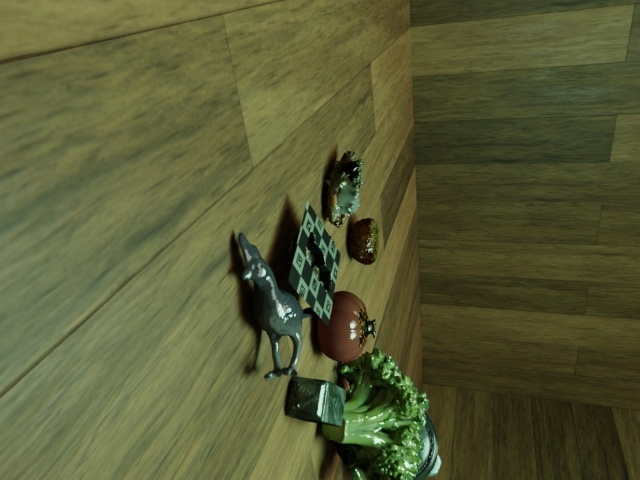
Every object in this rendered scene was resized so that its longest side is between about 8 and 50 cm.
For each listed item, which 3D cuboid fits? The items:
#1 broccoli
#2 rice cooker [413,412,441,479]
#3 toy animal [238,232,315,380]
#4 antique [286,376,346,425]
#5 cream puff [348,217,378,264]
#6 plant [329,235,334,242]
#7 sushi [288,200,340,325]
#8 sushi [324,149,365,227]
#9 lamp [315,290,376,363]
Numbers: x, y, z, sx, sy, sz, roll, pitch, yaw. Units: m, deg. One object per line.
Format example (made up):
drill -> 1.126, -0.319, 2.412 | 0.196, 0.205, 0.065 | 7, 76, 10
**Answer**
broccoli -> 0.148, 0.504, 1.330 | 0.317, 0.277, 0.338 | -24, 107, -48
rice cooker -> 0.233, 0.649, 1.554 | 0.264, 0.317, 0.316 | -53, 148, -20
toy animal -> -0.067, 0.156, 0.894 | 0.367, 0.081, 0.205 | 58, 24, -58
antique -> -0.008, 0.366, 1.104 | 0.183, 0.086, 0.088 | 55, 40, -61
cream puff -> 0.132, 0.001, 1.491 | 0.149, 0.084, 0.149 | 2, 90, -76
plant -> 0.000, 0.000, 1.143 | 0.102, 0.051, 0.051 | -14, 105, -64
sushi -> -0.028, 0.055, 1.031 | 0.215, 0.051, 0.192 | 57, 37, -49
sushi -> 0.064, -0.146, 1.252 | 0.097, 0.103, 0.226 | 41, 50, -46
lamp -> 0.065, 0.217, 1.226 | 0.182, 0.140, 0.182 | -2, 90, -69
